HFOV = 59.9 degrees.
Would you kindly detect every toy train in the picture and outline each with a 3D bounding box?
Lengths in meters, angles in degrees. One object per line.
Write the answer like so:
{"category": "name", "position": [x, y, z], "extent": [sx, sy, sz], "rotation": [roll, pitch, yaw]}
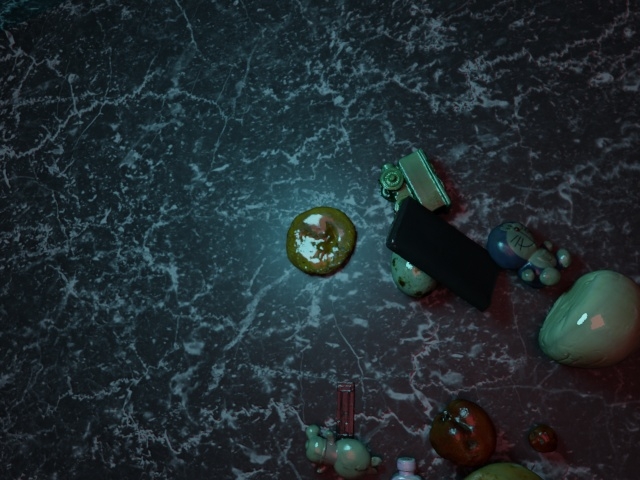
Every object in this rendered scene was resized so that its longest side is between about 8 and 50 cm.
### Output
{"category": "toy train", "position": [0.323, -0.173, 1.960], "extent": [0.201, 0.145, 0.266], "rotation": [-26, 76, 2]}

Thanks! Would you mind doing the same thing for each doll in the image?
{"category": "doll", "position": [0.063, 0.722, 1.852], "extent": [0.274, 0.113, 0.155], "rotation": [19, 100, 12]}
{"category": "doll", "position": [0.682, 0.042, 1.850], "extent": [0.258, 0.154, 0.228], "rotation": [46, 51, 7]}

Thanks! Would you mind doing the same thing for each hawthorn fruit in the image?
{"category": "hawthorn fruit", "position": [0.476, 0.638, 1.761], "extent": [0.207, 0.207, 0.243], "rotation": [-42, 88, 1]}
{"category": "hawthorn fruit", "position": [0.708, 0.635, 1.774], "extent": [0.092, 0.093, 0.093], "rotation": [-2, 79, 10]}

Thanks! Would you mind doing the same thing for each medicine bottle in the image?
{"category": "medicine bottle", "position": [0.282, 0.829, 1.812], "extent": [0.115, 0.078, 0.220], "rotation": [-2, 80, 12]}

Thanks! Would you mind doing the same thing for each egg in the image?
{"category": "egg", "position": [0.322, 0.084, 1.901], "extent": [0.168, 0.169, 0.231], "rotation": [-15, 66, 7]}

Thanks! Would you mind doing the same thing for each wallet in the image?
{"category": "wallet", "position": [0.410, 0.043, 1.827], "extent": [0.405, 0.062, 0.229], "rotation": [34, 52, -11]}

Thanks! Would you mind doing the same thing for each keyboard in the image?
{"category": "keyboard", "position": [0.086, 0.597, 1.926], "extent": [0.061, 0.013, 0.205], "rotation": [0, 80, 12]}

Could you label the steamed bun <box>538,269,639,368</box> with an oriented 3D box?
{"category": "steamed bun", "position": [0.853, 0.261, 1.696], "extent": [0.232, 0.312, 0.334], "rotation": [36, 89, 7]}

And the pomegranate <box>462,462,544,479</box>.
{"category": "pomegranate", "position": [0.533, 0.847, 1.618], "extent": [0.410, 0.411, 0.412], "rotation": [-2, 79, 10]}

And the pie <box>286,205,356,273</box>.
{"category": "pie", "position": [-0.001, 0.000, 2.028], "extent": [0.273, 0.069, 0.274], "rotation": [-1, 84, 10]}
